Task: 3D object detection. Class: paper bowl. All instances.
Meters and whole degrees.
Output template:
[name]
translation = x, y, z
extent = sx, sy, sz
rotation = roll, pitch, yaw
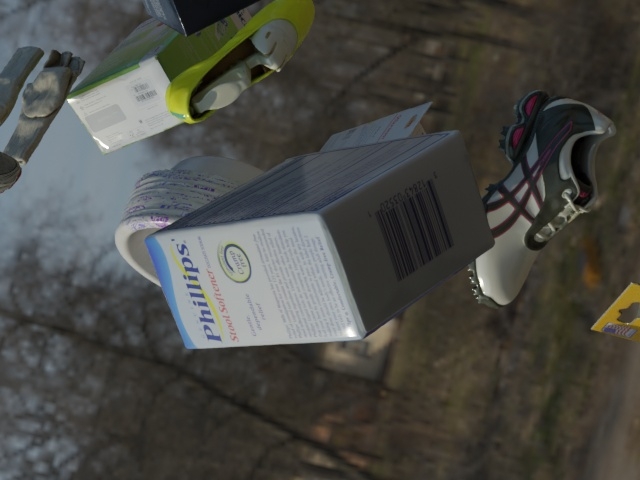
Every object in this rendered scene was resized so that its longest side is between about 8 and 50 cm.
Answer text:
[paper bowl]
translation = -0.139, -0.016, 2.091
extent = 0.284, 0.284, 0.148
rotation = 98, -170, -67

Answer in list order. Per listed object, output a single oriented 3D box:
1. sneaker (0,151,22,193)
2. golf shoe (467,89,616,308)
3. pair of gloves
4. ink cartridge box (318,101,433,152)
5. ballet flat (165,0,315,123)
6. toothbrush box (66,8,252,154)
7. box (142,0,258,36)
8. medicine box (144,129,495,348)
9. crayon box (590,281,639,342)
[sneaker]
translation = -0.514, -0.129, 1.987
extent = 0.093, 0.225, 0.088
rotation = -54, 26, 36
[golf shoe]
translation = 0.258, -0.042, 1.747
extent = 0.105, 0.120, 0.273
rotation = 10, -82, -51
[pair of gloves]
translation = -0.476, -0.220, 2.301
extent = 0.240, 0.042, 0.204
rotation = 18, 73, 50
[ink cartridge box]
translation = 0.081, -0.123, 2.041
extent = 0.061, 0.181, 0.104
rotation = 58, -141, -20
[ballet flat]
translation = -0.090, -0.221, 1.824
extent = 0.077, 0.231, 0.077
rotation = 57, 173, -32
[toothbrush box]
translation = -0.249, -0.282, 2.384
extent = 0.122, 0.206, 0.283
rotation = 59, -144, -19
[box]
translation = -0.175, -0.385, 2.136
extent = 0.158, 0.156, 0.093
rotation = 37, 152, 56
[medicine box]
translation = 0.000, 0.000, 1.665
extent = 0.263, 0.289, 0.149
rotation = -32, -73, -44
[crayon box]
translation = 0.499, 0.086, 1.696
extent = 0.203, 0.323, 0.083
rotation = 101, -175, -72
